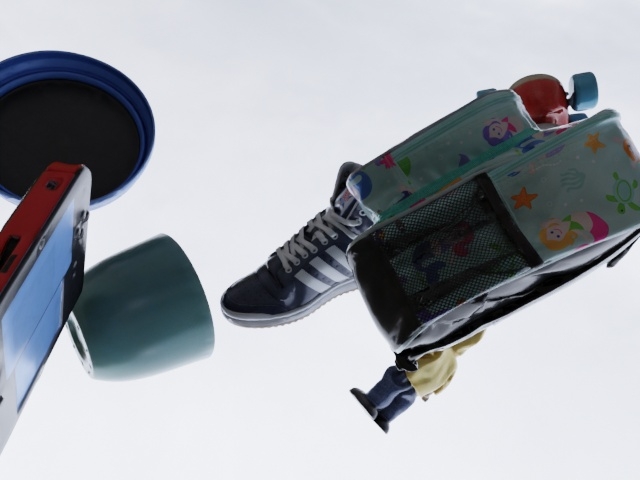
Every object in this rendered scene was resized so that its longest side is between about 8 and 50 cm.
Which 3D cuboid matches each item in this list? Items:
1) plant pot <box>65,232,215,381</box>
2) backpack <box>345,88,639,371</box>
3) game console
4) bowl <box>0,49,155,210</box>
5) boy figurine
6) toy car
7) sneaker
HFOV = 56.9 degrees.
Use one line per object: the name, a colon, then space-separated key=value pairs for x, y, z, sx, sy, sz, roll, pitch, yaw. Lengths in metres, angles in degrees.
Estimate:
plant pot: x=-0.394 y=0.159 z=1.235 sx=0.235 sy=0.293 sz=0.293 roll=-22 pitch=-130 yaw=-32
backpack: x=0.157 y=-0.020 z=0.531 sx=0.254 sy=0.225 sz=0.191 roll=-24 pitch=-99 yaw=12
game console: x=-0.421 y=0.105 z=0.860 sx=0.060 sy=0.342 sz=0.386 roll=13 pitch=-138 yaw=-6
bowl: x=-0.562 y=-0.232 z=1.282 sx=0.391 sy=0.077 sz=0.390 roll=8 pitch=-116 yaw=-16
boy figurine: x=0.189 y=0.229 z=1.117 sx=0.285 sy=0.177 sz=0.092 roll=-42 pitch=-145 yaw=-7
toy car: x=0.428 y=-0.176 z=1.148 sx=0.219 sy=0.210 sz=0.237 roll=-6 pitch=-124 yaw=12
sneaker: x=0.000 y=0.000 z=0.734 sx=0.282 sy=0.153 sz=0.099 roll=-18 pitch=-141 yaw=-13
